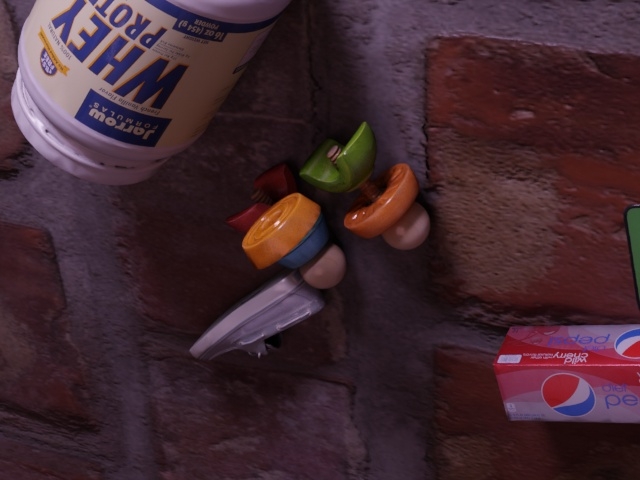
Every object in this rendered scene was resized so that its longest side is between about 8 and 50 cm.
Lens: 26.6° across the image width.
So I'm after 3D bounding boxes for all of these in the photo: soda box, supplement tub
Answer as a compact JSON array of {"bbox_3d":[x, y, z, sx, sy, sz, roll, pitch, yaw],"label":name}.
[{"bbox_3d":[0.344,0.157,1.588,0.263,0.083,0.092,-3,120,29],"label":"soda box"},{"bbox_3d":[-0.190,-0.236,1.481,0.235,0.235,0.325,38,131,-2],"label":"supplement tub"}]

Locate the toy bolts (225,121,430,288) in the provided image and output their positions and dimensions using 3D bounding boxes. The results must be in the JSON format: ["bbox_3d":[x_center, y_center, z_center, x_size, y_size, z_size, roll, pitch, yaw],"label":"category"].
[{"bbox_3d":[0.000,0.000,1.591,0.158,0.218,0.228,47,148,-17],"label":"toy bolts"}]

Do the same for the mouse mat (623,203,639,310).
[{"bbox_3d":[0.438,0.024,1.498,0.190,0.007,0.152,-1,122,26],"label":"mouse mat"}]

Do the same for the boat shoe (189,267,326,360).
[{"bbox_3d":[-0.082,0.114,1.774,0.227,0.079,0.081,-35,98,36],"label":"boat shoe"}]
